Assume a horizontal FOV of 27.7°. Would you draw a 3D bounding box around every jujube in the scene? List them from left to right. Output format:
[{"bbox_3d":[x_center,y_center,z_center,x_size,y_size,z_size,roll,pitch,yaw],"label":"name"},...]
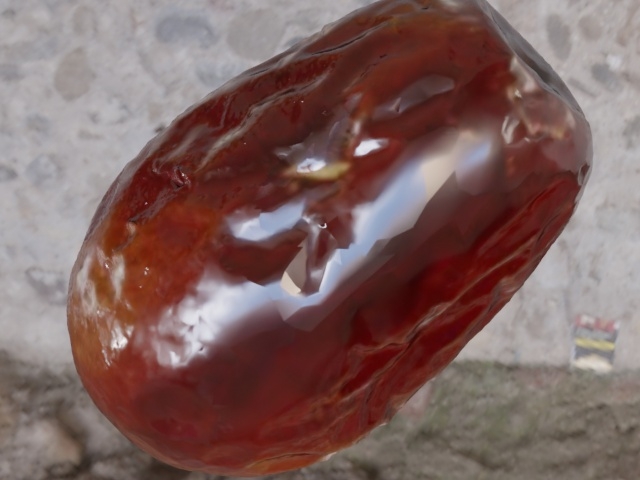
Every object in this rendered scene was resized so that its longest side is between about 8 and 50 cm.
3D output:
[{"bbox_3d":[0.000,0.000,0.745,0.318,0.223,0.223,-40,98,18],"label":"jujube"}]
